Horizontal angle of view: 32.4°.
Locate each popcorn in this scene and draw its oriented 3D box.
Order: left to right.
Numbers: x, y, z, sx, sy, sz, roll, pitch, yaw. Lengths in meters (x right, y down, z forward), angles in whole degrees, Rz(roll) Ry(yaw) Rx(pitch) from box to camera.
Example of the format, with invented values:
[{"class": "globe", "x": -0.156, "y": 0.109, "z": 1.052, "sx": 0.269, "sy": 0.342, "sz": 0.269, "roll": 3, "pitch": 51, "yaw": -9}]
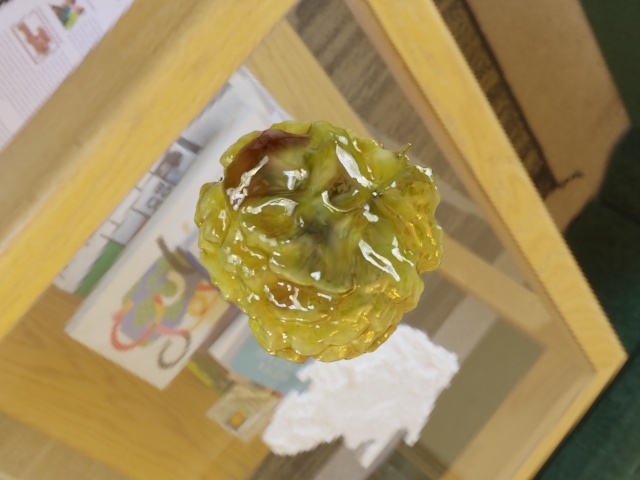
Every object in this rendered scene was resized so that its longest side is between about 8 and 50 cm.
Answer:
[{"class": "popcorn", "x": -0.001, "y": -0.003, "z": 0.942, "sx": 0.189, "sy": 0.218, "sz": 0.169, "roll": -29, "pitch": 162, "yaw": -17}]
